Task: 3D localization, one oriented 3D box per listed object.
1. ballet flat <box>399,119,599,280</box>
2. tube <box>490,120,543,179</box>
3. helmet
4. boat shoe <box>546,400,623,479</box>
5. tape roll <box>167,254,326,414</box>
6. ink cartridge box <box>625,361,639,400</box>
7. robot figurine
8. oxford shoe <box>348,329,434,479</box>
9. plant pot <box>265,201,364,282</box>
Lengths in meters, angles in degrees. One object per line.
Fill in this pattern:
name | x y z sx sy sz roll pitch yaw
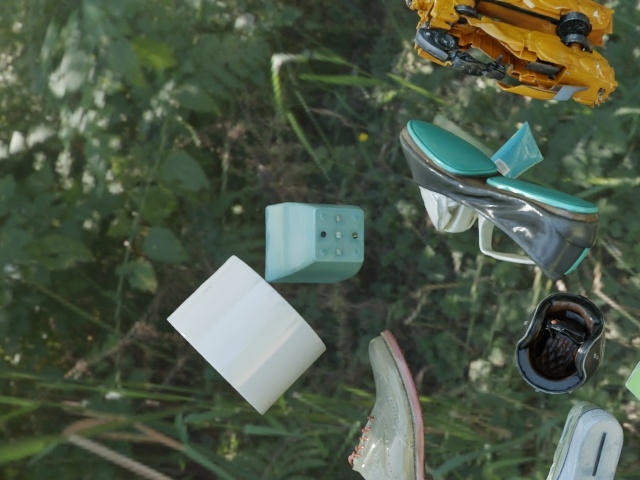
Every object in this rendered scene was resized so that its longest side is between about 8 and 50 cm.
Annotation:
ballet flat | 0.168 -0.041 1.034 0.280 0.095 0.096 38 120 47
tube | 0.350 -0.146 1.795 0.052 0.207 0.080 -9 111 45
helmet | 0.437 0.194 1.778 0.169 0.169 0.161 -115 22 -44
boat shoe | 0.436 0.419 1.655 0.094 0.109 0.302 -105 31 -77
tape roll | -0.132 0.170 1.761 0.169 0.246 0.246 -44 34 -9
ink cartridge box | 0.545 0.247 1.369 0.209 0.109 0.062 53 136 37
robot figurine | 0.249 -0.278 1.301 0.085 0.291 0.211 115 166 -57
oxford shoe | 0.105 0.319 1.560 0.123 0.130 0.348 74 -174 -75
plant pot | 0.000 0.000 2.003 0.234 0.165 0.165 167 104 -69
